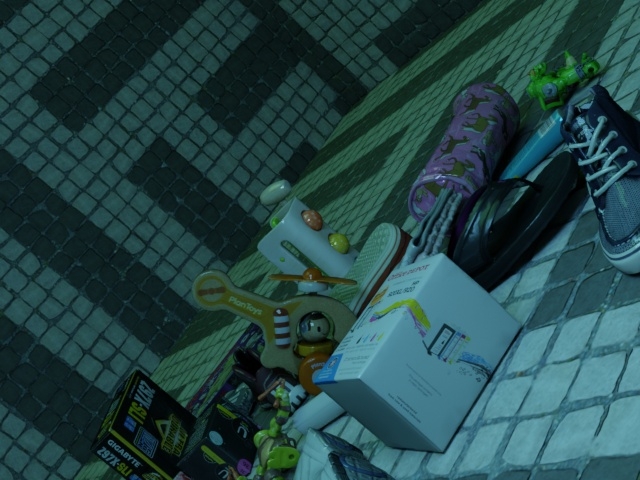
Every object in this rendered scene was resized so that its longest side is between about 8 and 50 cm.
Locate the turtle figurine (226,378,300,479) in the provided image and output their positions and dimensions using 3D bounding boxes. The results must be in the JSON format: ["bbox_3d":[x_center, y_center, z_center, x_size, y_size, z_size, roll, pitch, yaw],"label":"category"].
[{"bbox_3d":[-0.091,0.402,1.672,0.269,0.087,0.217,-65,15,3],"label":"turtle figurine"}]

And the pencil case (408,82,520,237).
[{"bbox_3d":[0.303,-0.171,1.917,0.160,0.167,0.386,-5,35,30],"label":"pencil case"}]

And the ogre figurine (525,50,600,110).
[{"bbox_3d":[0.498,-0.334,1.912,0.118,0.097,0.197,-31,27,-1],"label":"ogre figurine"}]

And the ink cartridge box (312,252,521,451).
[{"bbox_3d":[0.142,0.167,1.365,0.232,0.168,0.171,-52,11,-23],"label":"ink cartridge box"}]

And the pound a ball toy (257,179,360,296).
[{"bbox_3d":[0.000,0.000,2.060,0.136,0.319,0.208,-42,13,28],"label":"pound a ball toy"}]

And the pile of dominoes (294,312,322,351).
[{"bbox_3d":[-0.013,0.196,2.156,0.196,0.040,0.251,-24,20,15],"label":"pile of dominoes"}]

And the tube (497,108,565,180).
[{"bbox_3d":[0.408,-0.166,1.793,0.207,0.052,0.080,-48,1,30],"label":"tube"}]

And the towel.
[{"bbox_3d":[0.142,0.080,1.662,0.317,0.053,0.332,-62,-5,27],"label":"towel"}]

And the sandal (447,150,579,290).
[{"bbox_3d":[0.259,0.009,1.563,0.446,0.107,0.167,-48,11,19],"label":"sandal"}]

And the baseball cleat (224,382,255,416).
[{"bbox_3d":[-0.182,0.376,2.127,0.109,0.072,0.206,-41,16,3],"label":"baseball cleat"}]

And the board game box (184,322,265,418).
[{"bbox_3d":[-0.246,0.363,2.472,0.347,0.056,0.208,-52,8,-18],"label":"board game box"}]

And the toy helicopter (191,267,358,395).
[{"bbox_3d":[-0.081,0.137,1.824,0.140,0.355,0.235,-115,50,-78],"label":"toy helicopter"}]

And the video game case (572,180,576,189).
[{"bbox_3d":[0.417,-0.106,1.611,0.087,0.011,0.122,-39,15,39],"label":"video game case"}]

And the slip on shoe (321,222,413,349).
[{"bbox_3d":[0.098,0.110,1.924,0.331,0.101,0.123,-57,28,25],"label":"slip on shoe"}]

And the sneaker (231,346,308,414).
[{"bbox_3d":[-0.131,0.285,1.999,0.106,0.162,0.281,-51,12,-15],"label":"sneaker"}]

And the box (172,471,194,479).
[{"bbox_3d":[-0.290,0.587,1.646,0.300,0.142,0.154,-50,11,-7],"label":"box"}]

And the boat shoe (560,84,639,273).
[{"bbox_3d":[0.404,-0.095,1.287,0.127,0.158,0.340,-42,13,29],"label":"boat shoe"}]

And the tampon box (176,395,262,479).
[{"bbox_3d":[-0.208,0.429,1.919,0.101,0.120,0.161,-45,12,20],"label":"tampon box"}]

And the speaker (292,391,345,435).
[{"bbox_3d":[0.010,0.306,1.686,0.136,0.055,0.055,-41,13,34],"label":"speaker"}]

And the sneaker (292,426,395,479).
[{"bbox_3d":[0.025,0.373,1.358,0.129,0.111,0.297,-65,9,-4],"label":"sneaker"}]

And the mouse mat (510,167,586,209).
[{"bbox_3d":[0.409,-0.088,1.628,0.190,0.007,0.152,-43,13,23],"label":"mouse mat"}]

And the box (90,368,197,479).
[{"bbox_3d":[-0.374,0.458,2.099,0.079,0.257,0.322,-47,11,11],"label":"box"}]
